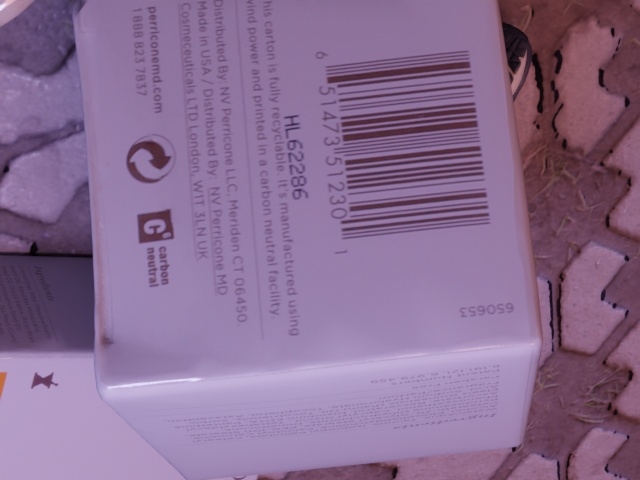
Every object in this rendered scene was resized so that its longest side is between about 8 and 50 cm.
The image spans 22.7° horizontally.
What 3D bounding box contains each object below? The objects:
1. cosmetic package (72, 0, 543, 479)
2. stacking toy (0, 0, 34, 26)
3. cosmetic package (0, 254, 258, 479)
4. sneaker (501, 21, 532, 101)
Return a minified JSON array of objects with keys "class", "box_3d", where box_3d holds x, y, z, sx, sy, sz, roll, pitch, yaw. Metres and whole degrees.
[{"class":"cosmetic package","box_3d":[0.000,0.000,1.342,0.327,0.329,0.393,-7,161,3]},{"class":"stacking toy","box_3d":[-0.342,-0.308,1.213,0.141,0.141,0.330,-38,129,5]},{"class":"cosmetic package","box_3d":[-0.270,0.150,1.593,0.453,0.161,0.230,1,125,-29]},{"class":"sneaker","box_3d":[0.126,-0.105,1.652,0.283,0.110,0.122,-52,150,19]}]
